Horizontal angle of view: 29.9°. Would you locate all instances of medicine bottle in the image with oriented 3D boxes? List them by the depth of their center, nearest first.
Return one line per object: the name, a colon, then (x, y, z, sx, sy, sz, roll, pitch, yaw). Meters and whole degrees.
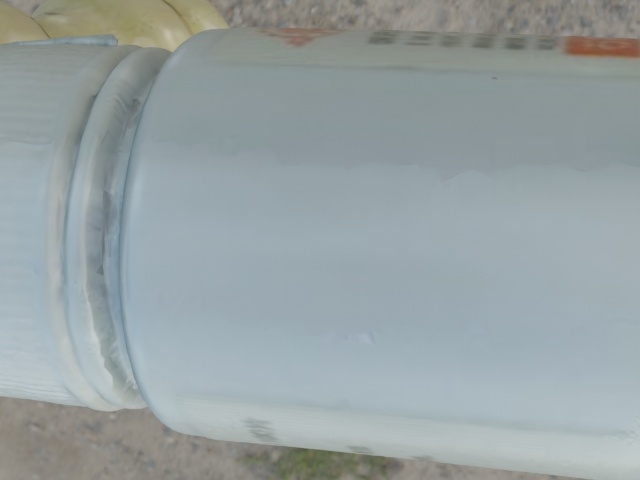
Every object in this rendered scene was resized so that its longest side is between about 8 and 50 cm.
medicine bottle: (0.000, 0.000, 0.400, 0.252, 0.144, 0.144, 3, 131, 10)

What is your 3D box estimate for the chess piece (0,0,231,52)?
chess piece: (-0.190, -0.077, 0.723, 0.167, 0.299, 0.167, 7, 103, 32)
